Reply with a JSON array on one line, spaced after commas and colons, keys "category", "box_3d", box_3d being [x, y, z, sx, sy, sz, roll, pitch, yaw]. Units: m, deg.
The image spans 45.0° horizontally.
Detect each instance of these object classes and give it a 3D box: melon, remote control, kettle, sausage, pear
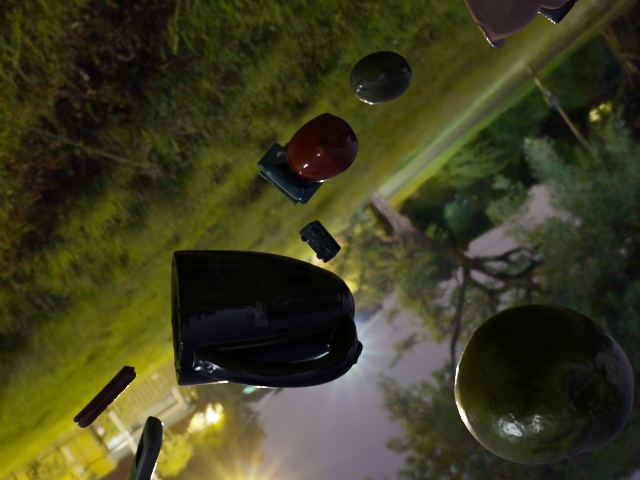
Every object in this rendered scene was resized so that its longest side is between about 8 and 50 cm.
[{"category": "melon", "box_3d": [0.112, -0.305, 1.448, 0.130, 0.098, 0.098, -17, 169, -30]}, {"category": "remote control", "box_3d": [-0.342, 0.460, 1.431, 0.090, 0.038, 0.310, -104, -148, -59]}, {"category": "kettle", "box_3d": [-0.080, 0.133, 1.190, 0.290, 0.207, 0.268, 0, -148, -14]}, {"category": "sausage", "box_3d": [-0.395, 0.287, 1.423, 0.147, 0.030, 0.035, -46, -166, -2]}, {"category": "pear", "box_3d": [0.450, 0.288, 1.589, 0.352, 0.352, 0.413, -34, -177, -8]}]

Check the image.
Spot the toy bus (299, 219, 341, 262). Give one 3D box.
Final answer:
[{"category": "toy bus", "box_3d": [0.000, 0.000, 1.524, 0.038, 0.083, 0.046, -37, -174, 39]}]

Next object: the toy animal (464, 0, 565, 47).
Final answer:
[{"category": "toy animal", "box_3d": [0.320, -0.433, 1.172, 0.256, 0.213, 0.195, -26, -134, 36]}]

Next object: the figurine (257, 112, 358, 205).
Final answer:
[{"category": "figurine", "box_3d": [-0.012, -0.084, 0.777, 0.075, 0.068, 0.140, -50, -172, -22]}]

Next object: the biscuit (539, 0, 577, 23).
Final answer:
[{"category": "biscuit", "box_3d": [0.418, -0.644, 1.747, 0.073, 0.388, 0.107, -49, 174, -42]}]
